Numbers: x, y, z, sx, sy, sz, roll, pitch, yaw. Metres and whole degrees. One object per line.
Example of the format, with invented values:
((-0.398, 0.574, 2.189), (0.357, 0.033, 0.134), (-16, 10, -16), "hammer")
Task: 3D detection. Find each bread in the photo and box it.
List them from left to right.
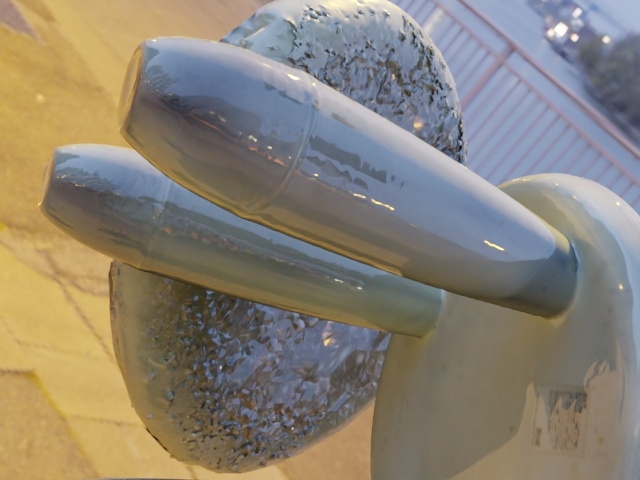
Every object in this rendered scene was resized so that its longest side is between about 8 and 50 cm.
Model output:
((0.000, 0.000, 0.583), (0.040, 0.267, 0.267), (20, 2, 36), "bread")

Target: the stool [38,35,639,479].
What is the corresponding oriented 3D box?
((-0.004, 0.055, 0.397), (0.198, 0.195, 0.195), (11, -12, -23), "stool")
